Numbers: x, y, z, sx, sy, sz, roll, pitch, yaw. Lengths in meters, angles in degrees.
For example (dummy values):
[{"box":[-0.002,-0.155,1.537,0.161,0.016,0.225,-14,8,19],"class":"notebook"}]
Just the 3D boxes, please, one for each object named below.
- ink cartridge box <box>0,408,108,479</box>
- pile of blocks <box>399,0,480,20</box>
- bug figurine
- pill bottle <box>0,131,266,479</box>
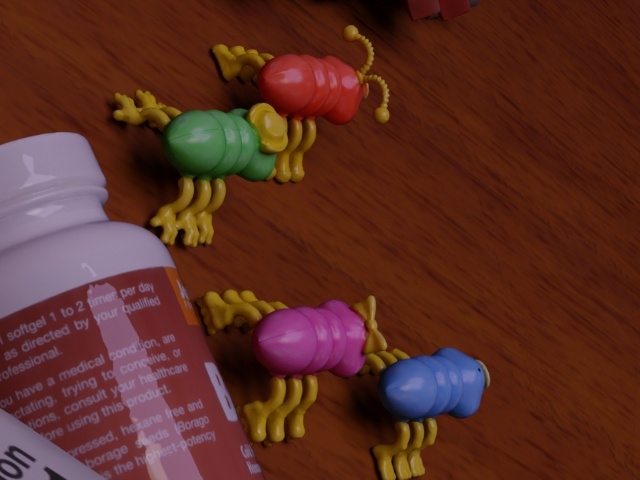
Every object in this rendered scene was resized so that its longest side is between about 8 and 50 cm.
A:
[{"box":[-0.065,0.173,0.455,0.306,0.131,0.226,34,20,0],"class":"ink cartridge box"},{"box":[0.058,-0.208,1.243,0.362,0.149,0.113,-4,69,-57],"class":"pile of blocks"},{"box":[0.000,0.000,1.069,0.216,0.072,0.279,-7,72,-56],"class":"bug figurine"},{"box":[-0.102,0.069,0.820,0.121,0.121,0.216,-10,74,-57],"class":"pill bottle"}]
